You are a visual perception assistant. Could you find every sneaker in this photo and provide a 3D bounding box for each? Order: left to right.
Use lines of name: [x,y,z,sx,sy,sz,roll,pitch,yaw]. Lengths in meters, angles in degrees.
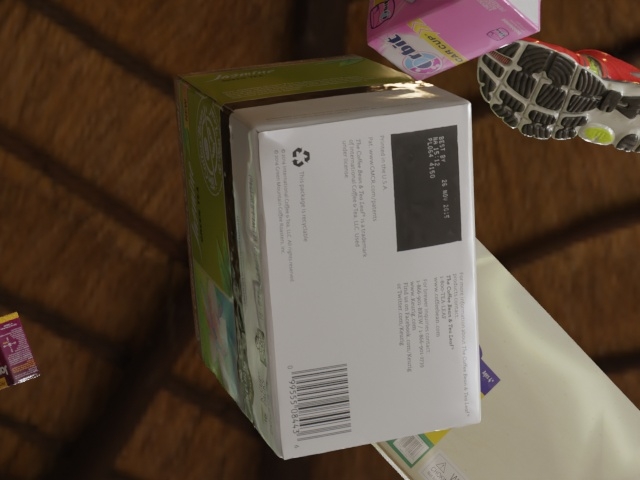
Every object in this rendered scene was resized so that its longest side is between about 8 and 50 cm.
sneaker: [0.290,-0.179,1.734,0.279,0.118,0.107,16,-58,-26]

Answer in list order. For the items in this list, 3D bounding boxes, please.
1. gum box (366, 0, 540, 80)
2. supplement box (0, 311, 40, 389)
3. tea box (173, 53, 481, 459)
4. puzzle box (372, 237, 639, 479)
gum box: [0.098,-0.222,1.075,0.107,0.188,0.062,-19,-37,38]
supplement box: [-0.384,0.136,1.809,0.055,0.083,0.043,-23,-2,40]
tea box: [0.000,0.000,1.527,0.220,0.329,0.323,-8,16,-16]
puzzle box: [0.221,0.221,1.843,0.409,0.272,0.052,47,-13,1]
